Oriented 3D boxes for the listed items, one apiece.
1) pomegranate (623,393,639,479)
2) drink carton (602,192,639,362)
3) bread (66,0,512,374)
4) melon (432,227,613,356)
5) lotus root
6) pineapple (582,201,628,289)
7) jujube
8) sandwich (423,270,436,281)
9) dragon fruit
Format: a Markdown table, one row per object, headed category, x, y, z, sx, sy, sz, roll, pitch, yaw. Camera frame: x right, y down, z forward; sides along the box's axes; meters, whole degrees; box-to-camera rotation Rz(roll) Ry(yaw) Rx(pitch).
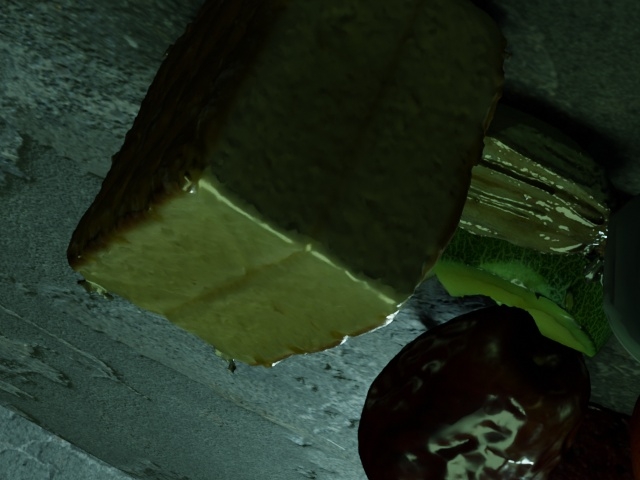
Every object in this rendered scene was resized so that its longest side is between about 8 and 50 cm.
| category | x | y | z | sx | sy | sz | roll | pitch | yaw |
| --- | --- | --- | --- | --- | --- | --- | --- | --- | --- |
| pomegranate | 0.414 | 0.200 | 1.206 | 0.210 | 0.210 | 0.235 | 37 | 159 | -28 |
| drink carton | 0.319 | -0.005 | 0.892 | 0.191 | 0.185 | 0.190 | 15 | 150 | 3 |
| bread | -0.026 | -0.070 | 0.958 | 0.207 | 0.279 | 0.279 | 33 | 151 | -17 |
| melon | 0.204 | 0.043 | 1.237 | 0.209 | 0.064 | 0.118 | 22 | 160 | 9 |
| lotus root | 0.187 | -0.050 | 1.053 | 0.144 | 0.070 | 0.143 | 24 | 150 | 8 |
| pineapple | 0.260 | 0.006 | 1.126 | 0.058 | 0.058 | 0.124 | 23 | 160 | -1 |
| jujube | 0.170 | 0.201 | 1.389 | 0.223 | 0.223 | 0.318 | 26 | 139 | -8 |
| sandwich | 0.000 | 0.000 | 1.289 | 0.258 | 0.096 | 0.094 | 20 | 150 | 1 |
| dragon fruit | 0.356 | 0.345 | 1.482 | 0.302 | 0.330 | 0.240 | 34 | 132 | -18 |
